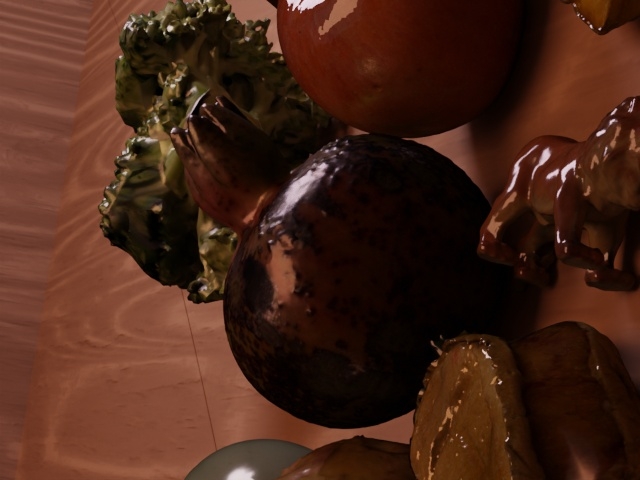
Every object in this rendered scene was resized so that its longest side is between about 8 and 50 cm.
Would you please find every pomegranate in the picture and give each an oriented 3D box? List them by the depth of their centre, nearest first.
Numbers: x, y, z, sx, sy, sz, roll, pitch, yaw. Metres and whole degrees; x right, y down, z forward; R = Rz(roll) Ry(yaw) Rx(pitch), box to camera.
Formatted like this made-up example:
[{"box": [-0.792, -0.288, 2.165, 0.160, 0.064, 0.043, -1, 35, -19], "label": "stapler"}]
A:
[{"box": [0.000, 0.000, 1.649, 0.285, 0.340, 0.285, -50, -3, -4], "label": "pomegranate"}]

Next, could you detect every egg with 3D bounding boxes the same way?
[{"box": [-0.054, 0.304, 1.839, 0.282, 0.203, 0.203, -161, 82, -73], "label": "egg"}]

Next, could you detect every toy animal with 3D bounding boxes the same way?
[{"box": [0.216, -0.041, 1.470, 0.157, 0.097, 0.312, -68, 16, -7], "label": "toy animal"}]

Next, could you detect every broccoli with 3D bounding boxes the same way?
[{"box": [-0.117, -0.098, 2.145, 0.317, 0.277, 0.338, -106, 26, -65], "label": "broccoli"}]

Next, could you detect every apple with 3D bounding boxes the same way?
[{"box": [0.087, -0.223, 1.737, 0.253, 0.253, 0.253, -169, 90, -71], "label": "apple"}]

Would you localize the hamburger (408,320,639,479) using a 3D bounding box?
[{"box": [0.169, 0.177, 1.388, 0.309, 0.132, 0.211, -98, 27, -42], "label": "hamburger"}]

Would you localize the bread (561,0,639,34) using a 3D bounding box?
[{"box": [0.255, -0.293, 1.485, 0.161, 0.088, 0.233, -105, 29, -61], "label": "bread"}]

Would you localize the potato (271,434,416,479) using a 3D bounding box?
[{"box": [0.010, 0.304, 1.601, 0.237, 0.288, 0.301, -89, -17, -49], "label": "potato"}]

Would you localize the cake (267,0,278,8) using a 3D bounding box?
[{"box": [0.035, -0.345, 1.969, 0.178, 0.185, 0.208, 121, 165, -51], "label": "cake"}]
